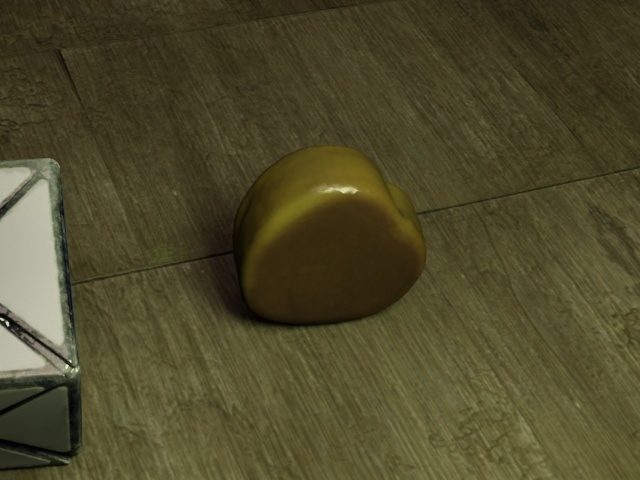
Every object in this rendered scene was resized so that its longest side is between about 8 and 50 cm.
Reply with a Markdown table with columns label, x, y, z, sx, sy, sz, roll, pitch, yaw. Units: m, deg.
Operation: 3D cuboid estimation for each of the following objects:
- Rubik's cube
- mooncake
| label | x | y | z | sx | sy | sz | roll | pitch | yaw |
| --- | --- | --- | --- | --- | --- | --- | --- | --- | --- |
| Rubik's cube | -0.383 | 0.086 | 1.404 | 0.254 | 0.259 | 0.260 | -6 | 60 | -11 |
| mooncake | 0.000 | 0.000 | 1.617 | 0.234 | 0.235 | 0.117 | -5 | 46 | -12 |
